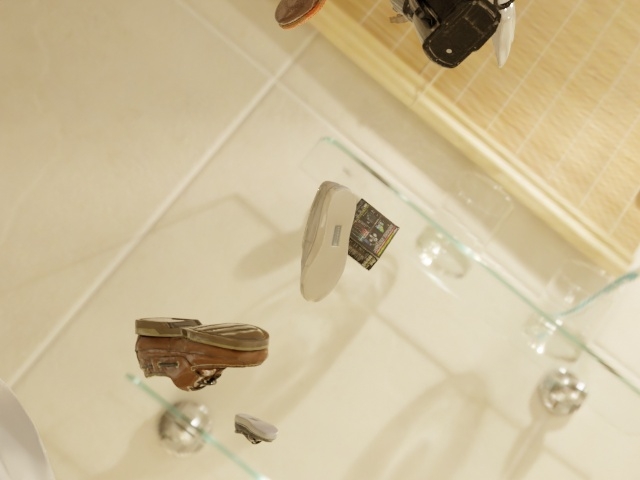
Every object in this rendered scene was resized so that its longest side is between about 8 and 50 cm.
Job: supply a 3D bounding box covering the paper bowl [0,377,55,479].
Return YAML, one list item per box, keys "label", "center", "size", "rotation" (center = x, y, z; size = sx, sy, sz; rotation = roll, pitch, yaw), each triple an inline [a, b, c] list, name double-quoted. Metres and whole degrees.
- label: "paper bowl"
  center: [-0.366, 0.237, 0.803]
  size: [0.284, 0.148, 0.284]
  rotation: [61, -9, 16]

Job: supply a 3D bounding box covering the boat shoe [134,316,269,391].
- label: "boat shoe"
  center: [-0.184, 0.182, 1.273]
  size: [0.110, 0.105, 0.307]
  rotation: [1, -1, -40]

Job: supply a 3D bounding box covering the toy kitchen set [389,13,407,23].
- label: "toy kitchen set"
  center: [0.223, -0.600, 2.069]
  size: [0.083, 0.068, 0.075]
  rotation: [11, -59, 52]

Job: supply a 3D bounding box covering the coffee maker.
- label: "coffee maker"
  center: [0.217, -0.401, 1.351]
  size: [0.120, 0.171, 0.178]
  rotation: [56, 9, -52]

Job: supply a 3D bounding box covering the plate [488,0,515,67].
- label: "plate"
  center: [0.402, -0.574, 1.858]
  size: [0.045, 0.278, 0.277]
  rotation: [-12, -12, 10]

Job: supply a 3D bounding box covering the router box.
- label: "router box"
  center: [0.080, -0.012, 1.453]
  size: [0.092, 0.122, 0.038]
  rotation: [38, -52, 2]

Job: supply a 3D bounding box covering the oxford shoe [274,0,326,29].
- label: "oxford shoe"
  center: [-0.027, -0.670, 1.990]
  size: [0.132, 0.130, 0.363]
  rotation: [13, -41, -34]

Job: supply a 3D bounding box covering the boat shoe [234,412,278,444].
- label: "boat shoe"
  center: [-0.121, 0.357, 1.510]
  size: [0.049, 0.040, 0.142]
  rotation: [9, -2, -29]

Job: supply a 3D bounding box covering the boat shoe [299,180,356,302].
- label: "boat shoe"
  center: [0.000, 0.000, 1.205]
  size: [0.063, 0.066, 0.184]
  rotation: [39, -54, 53]
